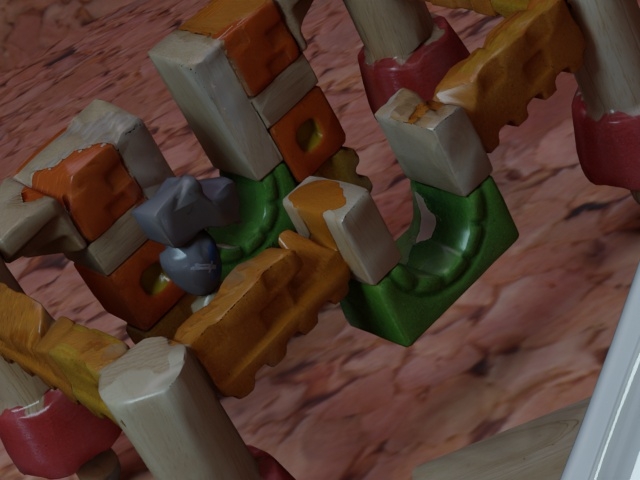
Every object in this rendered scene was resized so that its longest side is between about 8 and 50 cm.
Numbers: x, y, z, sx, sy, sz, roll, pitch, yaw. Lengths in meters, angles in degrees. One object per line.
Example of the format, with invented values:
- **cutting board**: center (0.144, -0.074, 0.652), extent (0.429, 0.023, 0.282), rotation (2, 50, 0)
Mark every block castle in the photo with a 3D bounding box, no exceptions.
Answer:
- **block castle**: center (0.000, 0.000, 1.144), extent (0.453, 0.213, 0.303), rotation (-44, 37, -22)

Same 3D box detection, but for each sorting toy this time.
- **sorting toy**: center (0.108, 0.145, 0.887), extent (0.275, 0.046, 0.132), rotation (-23, 22, 11)

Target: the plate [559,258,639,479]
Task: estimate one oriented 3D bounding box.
- **plate**: center (0.187, 0.075, 0.542), extent (0.278, 0.045, 0.277), rotation (24, 96, 41)
